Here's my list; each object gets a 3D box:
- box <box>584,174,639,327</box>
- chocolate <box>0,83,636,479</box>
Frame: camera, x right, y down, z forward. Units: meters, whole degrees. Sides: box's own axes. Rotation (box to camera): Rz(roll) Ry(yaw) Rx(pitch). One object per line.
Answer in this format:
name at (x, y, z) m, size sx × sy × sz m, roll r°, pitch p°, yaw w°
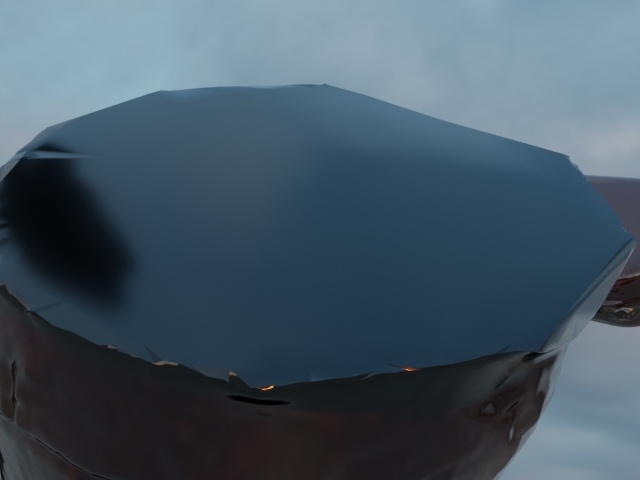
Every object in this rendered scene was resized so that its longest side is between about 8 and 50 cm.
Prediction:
box at (0.394, 0.004, 1.272) m, size 0.404 × 0.263 × 0.108 m, roll 13°, pitch -39°, yaw 52°
chocolate at (-0.026, 0.109, 0.554) m, size 0.384 × 0.383 × 0.331 m, roll 8°, pitch -60°, yaw 12°
